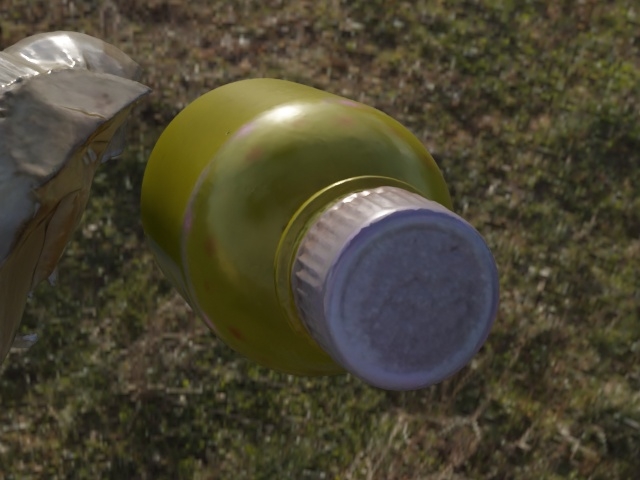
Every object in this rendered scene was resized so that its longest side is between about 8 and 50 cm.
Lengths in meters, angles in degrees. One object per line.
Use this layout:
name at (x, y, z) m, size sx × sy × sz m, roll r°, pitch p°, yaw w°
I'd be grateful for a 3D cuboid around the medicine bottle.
medicine bottle at (0.000, 0.000, 0.533) m, size 0.122 × 0.121 × 0.212 m, roll -9°, pitch 15°, yaw -16°

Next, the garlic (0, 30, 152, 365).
garlic at (-0.198, -0.029, 0.721) m, size 0.143 × 0.178 × 0.229 m, roll 23°, pitch 44°, yaw -9°
